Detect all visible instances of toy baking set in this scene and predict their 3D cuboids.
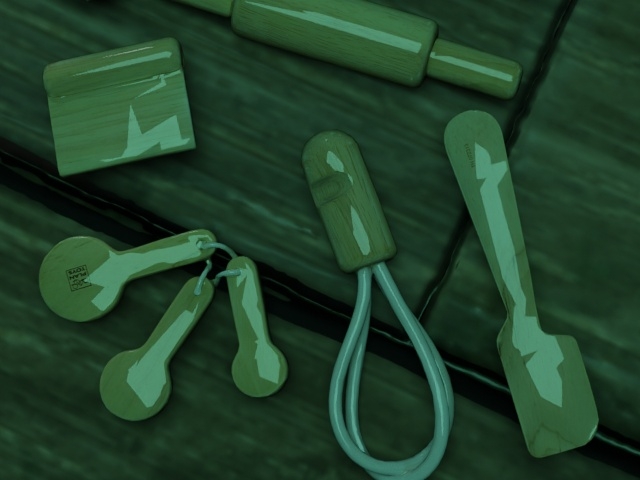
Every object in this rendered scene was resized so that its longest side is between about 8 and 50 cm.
[{"bbox_3d":[0.000,-0.007,0.800,0.256,0.030,0.197,13,87,7],"label":"toy baking set"}]
